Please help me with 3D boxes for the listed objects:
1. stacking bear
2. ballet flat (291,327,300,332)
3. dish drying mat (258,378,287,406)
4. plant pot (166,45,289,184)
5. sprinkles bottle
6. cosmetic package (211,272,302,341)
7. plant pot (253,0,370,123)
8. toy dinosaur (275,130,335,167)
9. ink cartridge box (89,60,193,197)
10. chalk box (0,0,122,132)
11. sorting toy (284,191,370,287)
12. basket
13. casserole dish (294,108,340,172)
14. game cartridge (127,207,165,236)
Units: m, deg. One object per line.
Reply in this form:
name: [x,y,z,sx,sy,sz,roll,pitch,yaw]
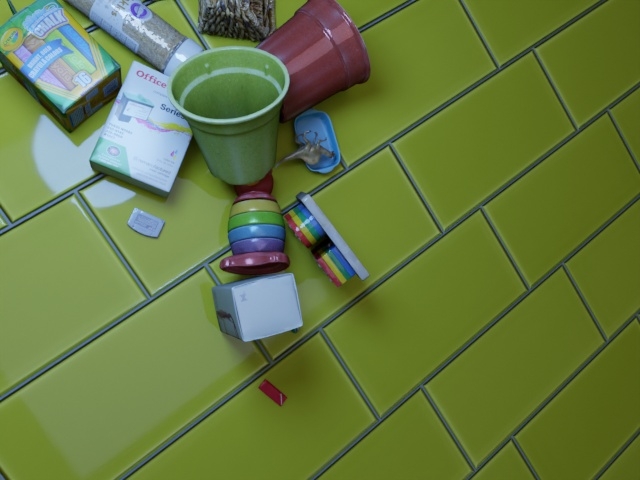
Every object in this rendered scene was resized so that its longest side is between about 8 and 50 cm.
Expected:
stacking bear: [-0.172,-0.064,1.441,0.175,0.164,0.289,-6,77,5]
ballet flat: [-0.088,0.174,1.507,0.052,0.057,0.168,-30,97,-28]
dish drying mat: [-0.130,0.418,1.498,0.083,0.008,0.032,43,75,-12]
plant pot: [-0.206,-0.284,1.328,0.276,0.254,0.276,0,53,0]
sprinkles bottle: [-0.474,-0.548,1.386,0.355,0.121,0.121,35,76,-13]
cosmetic package: [-0.166,0.160,1.351,0.153,0.296,0.129,-12,89,-19]
plant pot: [-0.052,-0.470,1.466,0.265,0.272,0.272,-38,99,-10]
toy dinosaur: [-0.040,-0.254,1.515,0.183,0.053,0.093,-11,91,-18]
ink cartridge box: [-0.431,-0.278,1.383,0.201,0.117,0.278,22,79,-17]
chalk box: [-0.641,-0.436,1.290,0.289,0.180,0.179,45,74,-10]
sorting toy: [0.000,0.000,1.452,0.089,0.257,0.255,-37,99,-1]
basket: [-0.204,-0.709,1.441,0.223,0.213,0.299,2,86,-18]
casserole dish: [-0.013,-0.284,1.573,0.114,0.037,0.188,-17,93,-20]
game cartridge: [-0.454,-0.043,1.414,0.083,0.017,0.056,26,75,-16]
